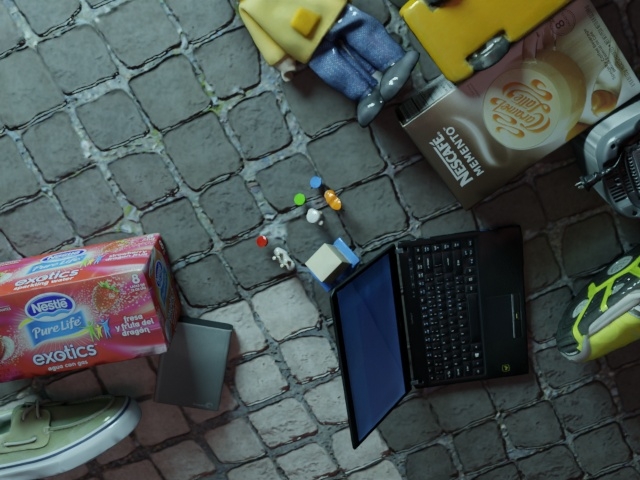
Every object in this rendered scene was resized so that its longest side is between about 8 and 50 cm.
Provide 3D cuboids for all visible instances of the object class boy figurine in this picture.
[{"bbox_3d":[-0.020,-0.263,0.886,0.285,0.092,0.177,38,134,-13],"label":"boy figurine"}]

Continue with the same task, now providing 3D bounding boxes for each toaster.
[{"bbox_3d":[0.399,-0.117,0.938,0.227,0.146,0.129,-25,109,7],"label":"toaster"}]

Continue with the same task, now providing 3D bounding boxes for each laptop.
[{"bbox_3d":[0.155,0.125,1.035,0.265,0.136,0.234,-8,112,2],"label":"laptop"}]

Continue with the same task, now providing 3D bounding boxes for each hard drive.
[{"bbox_3d":[-0.180,0.174,1.107,0.094,0.022,0.135,10,111,-5],"label":"hard drive"}]

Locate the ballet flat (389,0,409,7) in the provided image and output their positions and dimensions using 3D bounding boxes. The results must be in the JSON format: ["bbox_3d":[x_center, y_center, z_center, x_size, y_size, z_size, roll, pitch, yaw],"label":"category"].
[{"bbox_3d":[0.074,-0.361,0.877,0.072,0.068,0.213,-18,111,5],"label":"ballet flat"}]

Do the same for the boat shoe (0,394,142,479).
[{"bbox_3d":[-0.399,0.273,1.099,0.303,0.109,0.094,-22,109,10],"label":"boat shoe"}]

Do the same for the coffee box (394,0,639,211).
[{"bbox_3d":[0.231,-0.167,0.940,0.247,0.098,0.141,-36,109,12],"label":"coffee box"}]

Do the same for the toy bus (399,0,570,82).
[{"bbox_3d":[0.245,-0.320,0.863,0.333,0.130,0.108,-37,109,12],"label":"toy bus"}]

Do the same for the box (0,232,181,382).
[{"bbox_3d":[-0.324,0.087,1.012,0.257,0.128,0.122,-11,111,3],"label":"box"}]

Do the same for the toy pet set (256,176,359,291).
[{"bbox_3d":[0.000,0.000,1.036,0.122,0.065,0.114,-46,71,12],"label":"toy pet set"}]

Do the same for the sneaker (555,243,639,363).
[{"bbox_3d":[0.482,0.055,1.000,0.385,0.145,0.147,-37,94,14],"label":"sneaker"}]
